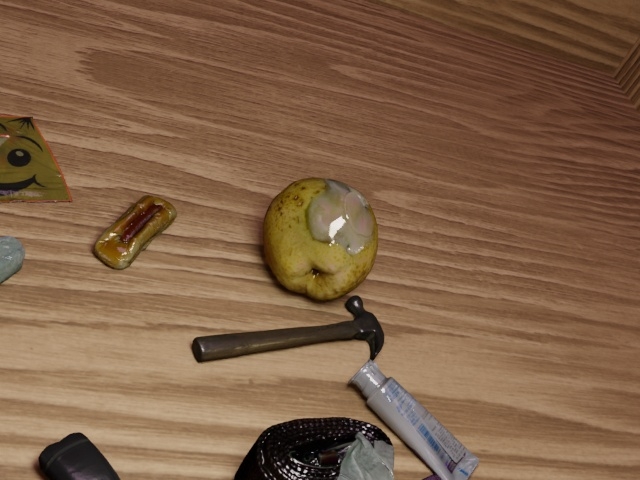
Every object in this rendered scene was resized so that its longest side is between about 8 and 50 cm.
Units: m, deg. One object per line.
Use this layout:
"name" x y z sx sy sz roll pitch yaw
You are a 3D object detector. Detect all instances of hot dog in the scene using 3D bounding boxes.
"hot dog" -0.373 -0.031 1.921 0.084 0.073 0.242 37 38 1

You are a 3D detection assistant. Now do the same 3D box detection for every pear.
"pear" 0.000 0.000 2.010 0.271 0.271 0.271 18 38 -15

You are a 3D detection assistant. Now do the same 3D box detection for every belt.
"belt" 0.003 0.395 1.596 0.289 0.164 0.184 -1 41 -38

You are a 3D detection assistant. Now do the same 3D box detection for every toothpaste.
"toothpaste" 0.183 0.362 1.840 0.299 0.073 0.114 44 38 7

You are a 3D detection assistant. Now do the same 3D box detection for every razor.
"razor" -0.370 0.374 1.466 0.148 0.054 0.090 44 43 19

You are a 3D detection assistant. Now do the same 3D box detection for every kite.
"kite" -0.678 -0.183 1.949 0.378 0.013 0.327 25 36 -5

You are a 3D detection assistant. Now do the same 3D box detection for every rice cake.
"rice cake" -0.609 0.062 1.662 0.063 0.069 0.206 34 36 6

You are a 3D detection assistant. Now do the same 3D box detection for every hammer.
"hammer" -0.058 0.196 1.888 0.440 0.044 0.168 -3 46 -35

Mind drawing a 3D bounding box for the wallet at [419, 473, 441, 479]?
"wallet" 0.185 0.497 1.704 0.166 0.030 0.111 -10 51 -41
